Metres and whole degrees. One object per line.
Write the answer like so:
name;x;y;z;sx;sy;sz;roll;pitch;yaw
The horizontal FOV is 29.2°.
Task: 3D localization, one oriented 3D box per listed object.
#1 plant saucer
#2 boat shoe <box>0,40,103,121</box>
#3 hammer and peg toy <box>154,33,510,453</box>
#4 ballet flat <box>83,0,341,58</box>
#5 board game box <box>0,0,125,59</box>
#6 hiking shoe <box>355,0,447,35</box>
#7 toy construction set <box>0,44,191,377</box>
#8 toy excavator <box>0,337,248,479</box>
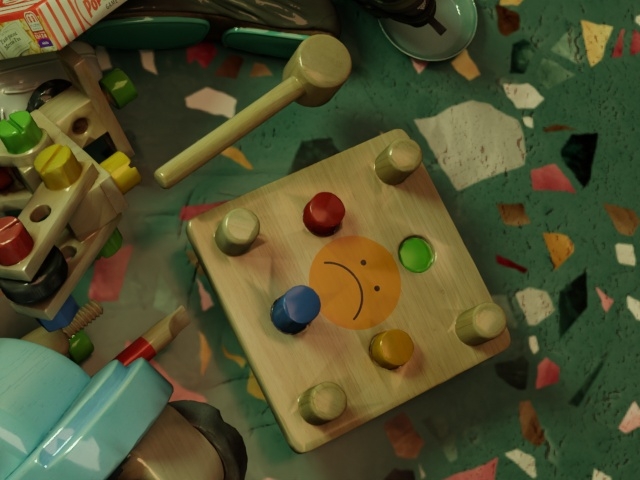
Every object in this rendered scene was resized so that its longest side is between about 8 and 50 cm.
plant saucer;0.117;-0.253;1.377;0.119;0.021;0.119;4;75;-13
boat shoe;-0.304;-0.143;1.224;0.184;0.066;0.063;-20;80;-28
hammer and peg toy;0.000;0.000;1.220;0.266;0.127;0.361;-26;84;-18
ballet flat;-0.114;-0.244;1.282;0.280;0.095;0.096;1;76;-24
board game box;-0.265;-0.225;1.170;0.147;0.193;0.045;-47;123;-37
hiking shoe;0.042;-0.287;1.320;0.086;0.114;0.227;-43;49;0
toy construction set;-0.221;-0.032;1.131;0.237;0.257;0.309;-39;109;-22
toy excavator;-0.347;0.189;1.009;0.433;0.222;0.445;-43;95;15
